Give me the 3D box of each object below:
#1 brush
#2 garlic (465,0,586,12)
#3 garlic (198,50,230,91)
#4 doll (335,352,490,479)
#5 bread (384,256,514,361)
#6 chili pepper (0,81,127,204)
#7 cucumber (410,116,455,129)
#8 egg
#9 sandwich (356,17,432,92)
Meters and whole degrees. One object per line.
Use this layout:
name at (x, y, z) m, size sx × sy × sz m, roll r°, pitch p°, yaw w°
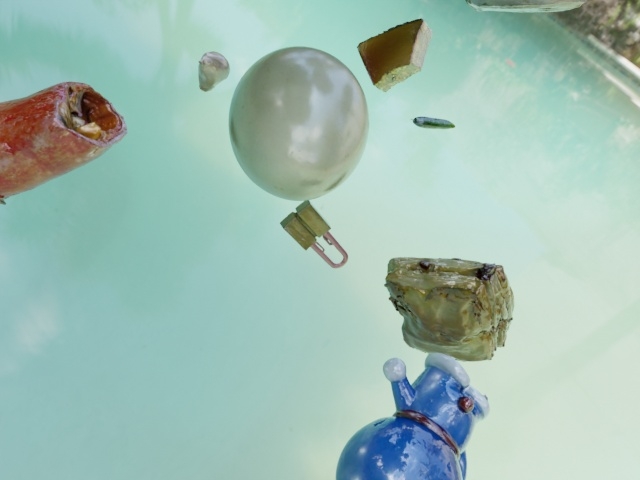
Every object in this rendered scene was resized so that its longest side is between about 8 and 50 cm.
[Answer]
brush at (0.000, 0.000, 1.471) m, size 0.233 × 0.103 × 0.047 m, roll 47°, pitch 6°, yaw -29°
garlic at (0.271, -0.362, 0.740) m, size 0.196 × 0.086 × 0.101 m, roll 19°, pitch 10°, yaw 41°
garlic at (-0.251, -0.406, 1.251) m, size 0.066 × 0.152 × 0.084 m, roll 27°, pitch 73°, yaw -9°
doll at (0.124, 0.277, 0.707) m, size 0.215 × 0.161 × 0.257 m, roll 50°, pitch 55°, yaw -2°
bread at (0.313, 0.175, 1.264) m, size 0.324 × 0.278 × 0.167 m, roll 58°, pitch 40°, yaw -50°
chili pepper at (-0.640, -0.251, 1.206) m, size 0.251 × 0.306 × 0.229 m, roll -84°, pitch 149°, yaw -74°
cucumber at (0.356, -0.375, 1.692) m, size 0.168 × 0.039 × 0.039 m, roll 1°, pitch 45°, yaw -21°
egg at (-0.028, -0.153, 0.704) m, size 0.189 × 0.188 × 0.253 m, roll 24°, pitch 32°, yaw -17°
sandwich at (0.150, -0.409, 1.214) m, size 0.058 × 0.193 × 0.162 m, roll 34°, pitch 67°, yaw -38°
